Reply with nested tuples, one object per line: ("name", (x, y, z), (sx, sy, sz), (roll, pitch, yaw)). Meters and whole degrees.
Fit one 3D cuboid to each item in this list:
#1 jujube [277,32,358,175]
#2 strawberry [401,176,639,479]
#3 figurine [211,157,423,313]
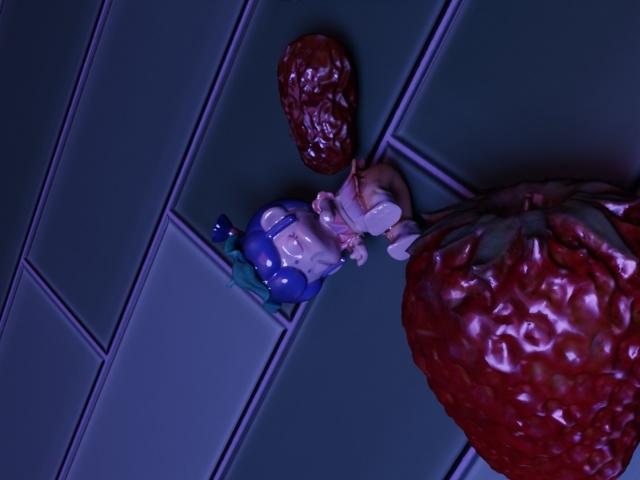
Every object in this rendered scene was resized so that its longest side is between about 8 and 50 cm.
("jujube", (0.001, -0.124, 0.758), (0.077, 0.077, 0.129), (-12, 87, 39))
("strawberry", (0.163, 0.080, 0.597), (0.205, 0.205, 0.244), (3, 116, 39))
("figurine", (0.000, 0.000, 0.748), (0.195, 0.111, 0.102), (-26, 36, 21))
